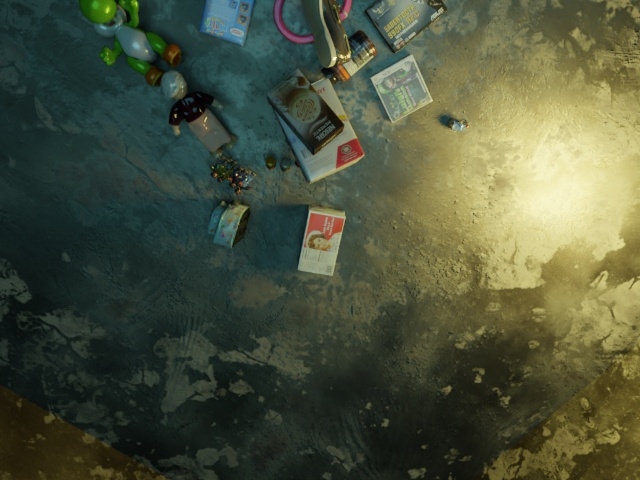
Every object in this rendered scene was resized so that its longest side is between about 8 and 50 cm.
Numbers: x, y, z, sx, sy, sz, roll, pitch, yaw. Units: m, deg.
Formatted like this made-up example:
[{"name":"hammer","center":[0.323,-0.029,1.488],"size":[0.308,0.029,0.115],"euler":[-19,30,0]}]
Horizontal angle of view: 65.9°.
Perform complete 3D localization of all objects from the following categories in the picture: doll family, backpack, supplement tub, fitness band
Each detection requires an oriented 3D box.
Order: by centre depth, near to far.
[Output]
[{"name":"fitness band","center":[-0.027,-0.818,1.713],"size":[0.290,0.054,0.209],"euler":[-35,109,9]},{"name":"supplement tub","center":[0.096,-0.645,1.760],"size":[0.198,0.106,0.106],"euler":[-38,109,12]},{"name":"doll family","center":[-0.341,-0.246,1.907],"size":[0.193,0.076,0.111],"euler":[32,104,-20]},{"name":"backpack","center":[-0.358,-0.061,1.920],"size":[0.144,0.188,0.166],"euler":[19,110,-10]}]

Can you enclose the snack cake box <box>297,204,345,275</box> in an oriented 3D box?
[{"name":"snack cake box","center":[0.000,0.000,2.016],"size":[0.152,0.089,0.265],"euler":[11,110,-5]}]

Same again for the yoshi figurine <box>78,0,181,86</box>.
[{"name":"yoshi figurine","center":[-0.650,-0.688,1.621],"size":[0.362,0.204,0.203],"euler":[40,139,-8]}]

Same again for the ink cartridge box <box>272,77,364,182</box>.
[{"name":"ink cartridge box","center":[-0.010,-0.389,1.782],"size":[0.226,0.131,0.306],"euler":[-25,91,-3]}]

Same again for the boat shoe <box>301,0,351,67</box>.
[{"name":"boat shoe","center":[0.019,-0.749,1.655],"size":[0.096,0.116,0.325],"euler":[-18,95,-25]}]

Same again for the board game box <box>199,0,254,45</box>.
[{"name":"board game box","center":[-0.317,-0.808,1.710],"size":[0.160,0.039,0.212],"euler":[16,109,-9]}]

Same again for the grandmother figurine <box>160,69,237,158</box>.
[{"name":"grandmother figurine","center":[-0.446,-0.447,1.751],"size":[0.207,0.104,0.342],"euler":[-37,134,-4]}]

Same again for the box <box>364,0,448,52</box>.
[{"name":"box","center":[0.300,-0.807,1.732],"size":[0.231,0.056,0.183],"euler":[-37,109,11]}]

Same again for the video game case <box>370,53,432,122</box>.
[{"name":"video game case","center":[0.303,-0.566,1.845],"size":[0.173,0.022,0.190],"euler":[-28,110,8]}]

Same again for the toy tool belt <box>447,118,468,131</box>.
[{"name":"toy tool belt","center":[0.533,-0.440,1.890],"size":[0.083,0.051,0.052],"euler":[4,111,-5]}]

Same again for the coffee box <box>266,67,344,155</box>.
[{"name":"coffee box","center":[-0.049,-0.430,1.665],"size":[0.141,0.098,0.246],"euler":[-41,92,-3]}]

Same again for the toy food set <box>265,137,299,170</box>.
[{"name":"toy food set","center":[-0.100,-0.339,1.893],"size":[0.111,0.104,0.232],"euler":[44,85,-4]}]
